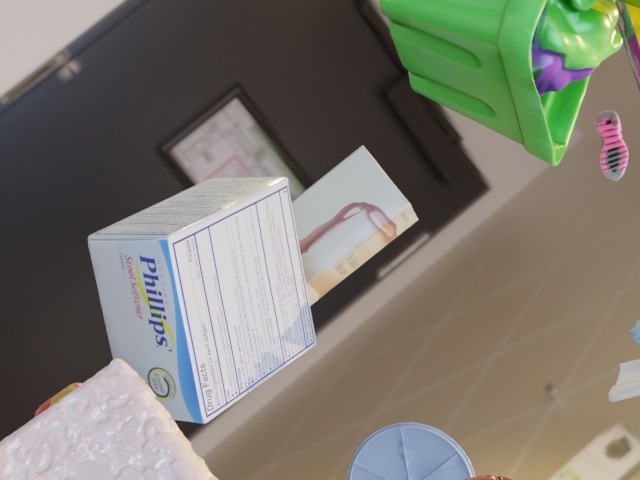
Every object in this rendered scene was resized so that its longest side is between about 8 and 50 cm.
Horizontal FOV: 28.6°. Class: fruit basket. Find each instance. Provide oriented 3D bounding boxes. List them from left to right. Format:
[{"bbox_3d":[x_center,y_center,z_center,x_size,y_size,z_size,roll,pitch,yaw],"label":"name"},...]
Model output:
[{"bbox_3d":[0.276,-0.274,1.155,0.392,0.392,0.283,47,-5,28],"label":"fruit basket"}]

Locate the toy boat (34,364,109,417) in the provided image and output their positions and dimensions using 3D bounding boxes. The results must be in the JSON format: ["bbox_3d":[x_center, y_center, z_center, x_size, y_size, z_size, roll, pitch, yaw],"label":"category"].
[{"bbox_3d":[-0.275,0.312,1.590,0.267,0.148,0.318,36,31,-54],"label":"toy boat"}]

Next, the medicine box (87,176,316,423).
[{"bbox_3d":[-0.157,0.074,1.760,0.149,0.289,0.263,1,-71,34],"label":"medicine box"}]

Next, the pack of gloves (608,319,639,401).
[{"bbox_3d":[0.514,0.122,1.753,0.232,0.195,0.046,-22,-66,38],"label":"pack of gloves"}]

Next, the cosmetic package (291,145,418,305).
[{"bbox_3d":[0.000,0.000,2.012,0.129,0.296,0.153,51,3,14],"label":"cosmetic package"}]

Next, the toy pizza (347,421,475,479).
[{"bbox_3d":[0.139,0.375,1.906,0.201,0.201,0.032,49,13,10],"label":"toy pizza"}]

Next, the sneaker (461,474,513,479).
[{"bbox_3d":[0.090,0.287,1.108,0.087,0.221,0.128,-146,-123,-64],"label":"sneaker"}]

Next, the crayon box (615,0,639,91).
[{"bbox_3d":[0.489,-0.372,1.494,0.106,0.313,0.363,14,58,-86],"label":"crayon box"}]

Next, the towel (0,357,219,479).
[{"bbox_3d":[-0.249,0.331,1.340,0.332,0.317,0.053,49,-17,24],"label":"towel"}]

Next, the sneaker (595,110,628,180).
[{"bbox_3d":[0.471,-0.147,2.018,0.057,0.047,0.119,46,40,-62],"label":"sneaker"}]
